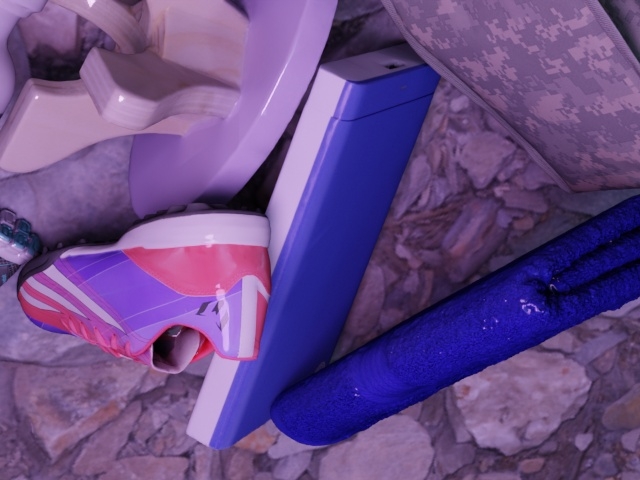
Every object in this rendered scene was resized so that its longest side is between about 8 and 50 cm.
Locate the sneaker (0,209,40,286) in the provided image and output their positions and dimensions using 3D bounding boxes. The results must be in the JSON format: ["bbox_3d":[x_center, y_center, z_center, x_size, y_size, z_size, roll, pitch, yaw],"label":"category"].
[{"bbox_3d":[-0.318,-0.009,1.394,0.166,0.065,0.076,34,109,-19],"label":"sneaker"}]

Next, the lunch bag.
[{"bbox_3d":[0.201,-0.176,1.294,0.287,0.235,0.169,39,72,-23],"label":"lunch bag"}]

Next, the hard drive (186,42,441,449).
[{"bbox_3d":[0.000,0.000,1.379,0.040,0.210,0.318,27,111,16],"label":"hard drive"}]

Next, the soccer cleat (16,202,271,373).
[{"bbox_3d":[-0.147,0.054,1.329,0.109,0.318,0.116,4,77,-37],"label":"soccer cleat"}]

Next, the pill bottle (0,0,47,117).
[{"bbox_3d":[-0.355,-0.098,1.238,0.210,0.210,0.363,31,96,-21],"label":"pill bottle"}]

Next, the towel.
[{"bbox_3d":[0.128,0.074,1.354,0.308,0.228,0.076,-32,87,44],"label":"towel"}]

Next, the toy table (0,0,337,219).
[{"bbox_3d":[-0.123,-0.146,1.283,0.161,0.252,0.274,17,105,-34],"label":"toy table"}]
